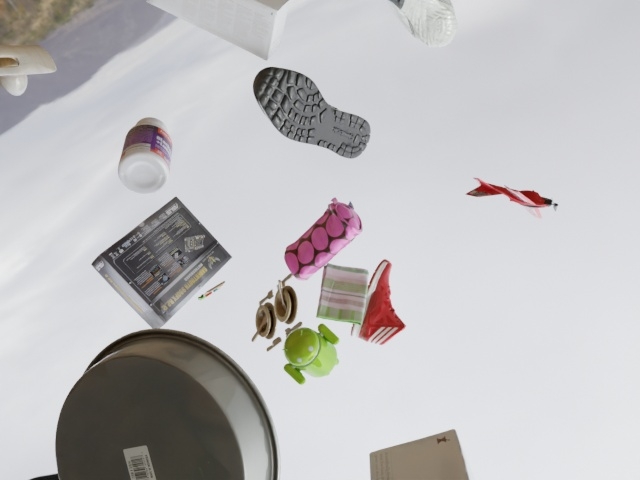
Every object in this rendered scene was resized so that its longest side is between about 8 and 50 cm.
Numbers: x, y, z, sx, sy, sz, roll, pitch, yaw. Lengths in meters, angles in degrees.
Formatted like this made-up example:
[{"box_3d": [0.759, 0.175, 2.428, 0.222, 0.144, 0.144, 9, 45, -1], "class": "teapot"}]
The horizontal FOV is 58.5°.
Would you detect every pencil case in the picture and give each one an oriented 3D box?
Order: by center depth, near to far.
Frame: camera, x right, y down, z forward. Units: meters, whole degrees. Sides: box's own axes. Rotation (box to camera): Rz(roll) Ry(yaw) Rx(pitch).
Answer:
[{"box_3d": [0.000, 0.000, 1.303, 0.209, 0.098, 0.095, -44, -174, 28], "class": "pencil case"}]

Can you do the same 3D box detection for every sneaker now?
[{"box_3d": [0.128, -0.387, 0.857, 0.085, 0.237, 0.086, -38, -135, 13], "class": "sneaker"}, {"box_3d": [-0.038, -0.236, 1.066, 0.124, 0.283, 0.107, 33, -84, 42], "class": "sneaker"}, {"box_3d": [0.172, 0.167, 1.475, 0.087, 0.128, 0.221, 75, 38, -78], "class": "sneaker"}]

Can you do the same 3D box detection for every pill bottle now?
[{"box_3d": [-0.393, -0.200, 1.299, 0.108, 0.108, 0.193, -27, -141, 12], "class": "pill bottle"}]

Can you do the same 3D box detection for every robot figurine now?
[{"box_3d": [-0.017, 0.186, 0.949, 0.101, 0.115, 0.067, -48, -135, -1], "class": "robot figurine"}]

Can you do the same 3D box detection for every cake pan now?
[{"box_3d": [-0.191, 0.252, 0.667, 0.293, 0.293, 0.054, -24, 176, 19], "class": "cake pan"}]

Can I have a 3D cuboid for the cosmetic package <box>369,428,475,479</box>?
[{"box_3d": [0.177, 0.426, 0.884, 0.151, 0.183, 0.151, -20, -162, 10], "class": "cosmetic package"}]

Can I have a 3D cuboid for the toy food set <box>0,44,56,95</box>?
[{"box_3d": [-0.699, -0.306, 1.110, 0.306, 0.092, 0.220, -5, -165, 32], "class": "toy food set"}]

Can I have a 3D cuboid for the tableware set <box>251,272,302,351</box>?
[{"box_3d": [-0.108, 0.164, 1.289, 0.194, 0.039, 0.128, -44, -128, 50], "class": "tableware set"}]

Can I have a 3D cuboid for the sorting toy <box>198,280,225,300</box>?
[{"box_3d": [-0.287, 0.135, 1.475, 0.083, 0.012, 0.062, -33, 179, -35], "class": "sorting toy"}]

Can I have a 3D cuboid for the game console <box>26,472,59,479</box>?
[{"box_3d": [-0.260, 0.521, 0.855, 0.060, 0.342, 0.386, -37, -118, 15], "class": "game console"}]

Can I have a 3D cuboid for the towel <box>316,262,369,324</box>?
[{"box_3d": [0.054, 0.124, 1.355, 0.113, 0.023, 0.152, 7, -128, 4], "class": "towel"}]

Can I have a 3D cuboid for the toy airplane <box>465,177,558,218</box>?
[{"box_3d": [0.308, -0.072, 0.921, 0.151, 0.151, 0.028, 14, -97, 57], "class": "toy airplane"}]

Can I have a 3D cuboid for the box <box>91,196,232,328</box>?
[{"box_3d": [-0.318, 0.041, 1.176, 0.056, 0.183, 0.231, -32, -167, 45], "class": "box"}]

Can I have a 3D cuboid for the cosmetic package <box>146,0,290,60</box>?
[{"box_3d": [-0.175, -0.408, 0.966, 0.060, 0.239, 0.099, -60, 176, -38], "class": "cosmetic package"}]
